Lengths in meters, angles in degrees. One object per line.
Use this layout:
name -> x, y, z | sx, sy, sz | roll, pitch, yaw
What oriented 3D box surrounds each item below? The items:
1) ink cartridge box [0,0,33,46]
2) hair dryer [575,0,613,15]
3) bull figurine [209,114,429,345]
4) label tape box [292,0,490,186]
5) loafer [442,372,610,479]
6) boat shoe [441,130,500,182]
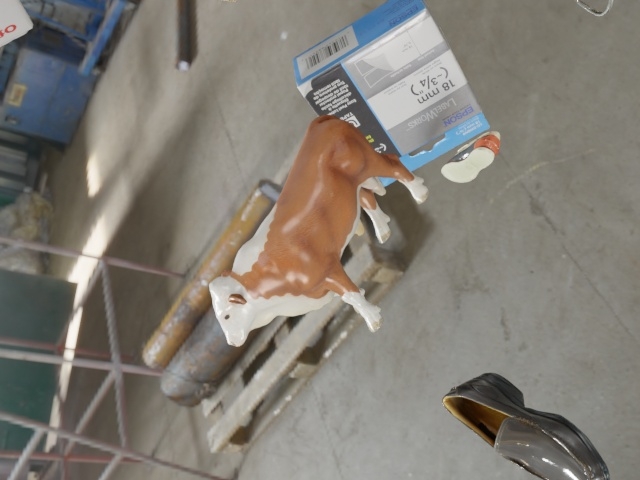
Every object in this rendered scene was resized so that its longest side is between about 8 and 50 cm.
ink cartridge box -> -0.540, -0.352, 1.039 | 0.117, 0.201, 0.278 | 57, 170, 12
hair dryer -> 0.393, -0.493, 1.101 | 0.223, 0.080, 0.293 | -32, 81, 44
bull figurine -> 0.000, 0.000, 0.916 | 0.101, 0.188, 0.310 | -14, 48, 62
label tape box -> 0.142, -0.229, 1.341 | 0.241, 0.333, 0.106 | -29, 38, 15
loafer -> 0.178, 0.179, 0.692 | 0.170, 0.061, 0.062 | 30, 121, 54
boat shoe -> 0.236, -0.130, 1.217 | 0.043, 0.049, 0.137 | -64, 10, -22
